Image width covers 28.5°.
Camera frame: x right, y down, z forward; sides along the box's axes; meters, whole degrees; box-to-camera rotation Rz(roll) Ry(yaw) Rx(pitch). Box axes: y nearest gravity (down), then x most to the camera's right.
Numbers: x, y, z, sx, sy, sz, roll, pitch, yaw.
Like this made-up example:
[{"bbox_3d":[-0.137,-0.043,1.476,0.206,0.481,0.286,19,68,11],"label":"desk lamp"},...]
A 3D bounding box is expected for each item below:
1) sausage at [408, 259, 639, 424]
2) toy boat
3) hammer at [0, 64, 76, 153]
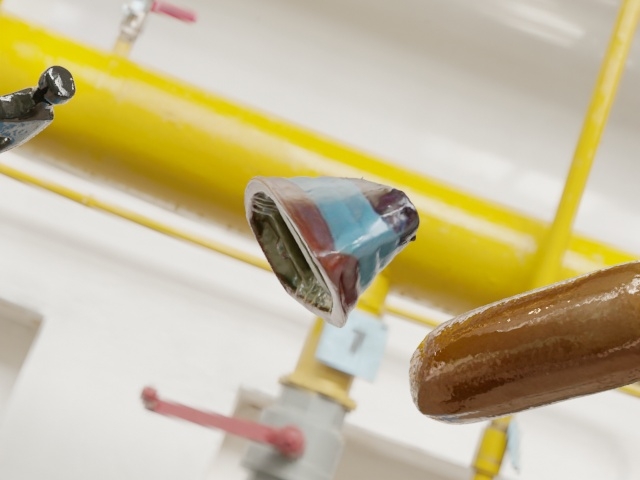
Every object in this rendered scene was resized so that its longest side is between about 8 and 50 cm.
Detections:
[{"bbox_3d":[0.199,0.094,1.113,0.274,0.105,0.105,-21,-40,32],"label":"sausage"},{"bbox_3d":[0.000,0.000,0.972,0.136,0.079,0.392,61,-9,-4],"label":"toy boat"},{"bbox_3d":[-0.449,-0.126,1.166,0.440,0.044,0.168,-1,-22,-46],"label":"hammer"}]
